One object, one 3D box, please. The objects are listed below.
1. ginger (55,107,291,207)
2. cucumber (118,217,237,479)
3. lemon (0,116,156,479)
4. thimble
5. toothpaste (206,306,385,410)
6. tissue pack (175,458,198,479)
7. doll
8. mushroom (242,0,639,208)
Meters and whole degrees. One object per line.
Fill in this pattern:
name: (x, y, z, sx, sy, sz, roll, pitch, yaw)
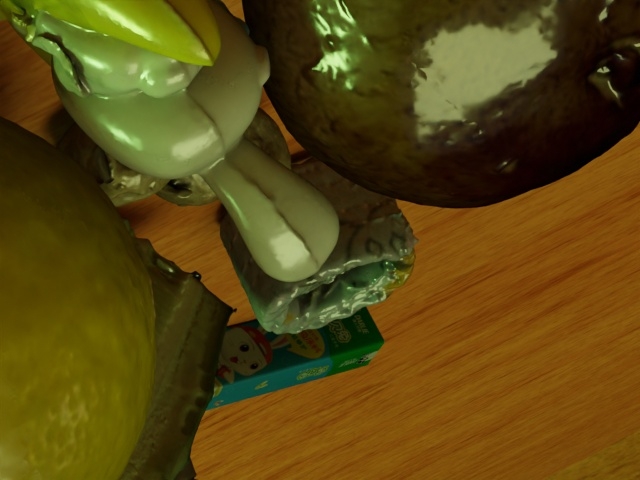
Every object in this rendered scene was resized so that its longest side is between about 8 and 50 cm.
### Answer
ginger: (-0.102, -0.064, 1.344, 0.204, 0.080, 0.104, -5, 174, -41)
cucumber: (-0.173, 0.132, 1.365, 0.145, 0.325, 0.105, 37, 126, -16)
lemon: (-0.261, 0.065, 1.111, 0.348, 0.348, 0.348, -24, 159, -10)
thimble: (-0.002, 0.000, 1.557, 0.151, 0.117, 0.127, -18, 155, -17)
toothpaste: (-0.063, 0.117, 1.834, 0.267, 0.065, 0.050, -13, 151, -33)
tissue pack: (-0.299, 0.263, 1.543, 0.387, 0.276, 0.267, -16, 171, -31)
doll: (-0.100, -0.108, 1.017, 0.111, 0.252, 0.237, -43, 151, -17)
mushroom: (0.102, -0.194, 1.146, 0.331, 0.356, 0.334, -26, 122, 2)
